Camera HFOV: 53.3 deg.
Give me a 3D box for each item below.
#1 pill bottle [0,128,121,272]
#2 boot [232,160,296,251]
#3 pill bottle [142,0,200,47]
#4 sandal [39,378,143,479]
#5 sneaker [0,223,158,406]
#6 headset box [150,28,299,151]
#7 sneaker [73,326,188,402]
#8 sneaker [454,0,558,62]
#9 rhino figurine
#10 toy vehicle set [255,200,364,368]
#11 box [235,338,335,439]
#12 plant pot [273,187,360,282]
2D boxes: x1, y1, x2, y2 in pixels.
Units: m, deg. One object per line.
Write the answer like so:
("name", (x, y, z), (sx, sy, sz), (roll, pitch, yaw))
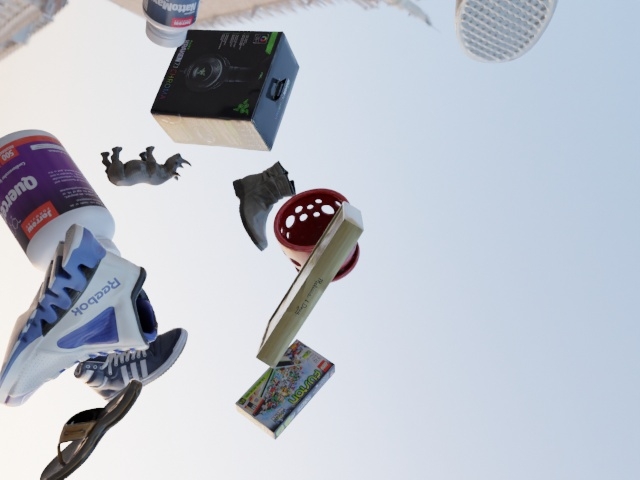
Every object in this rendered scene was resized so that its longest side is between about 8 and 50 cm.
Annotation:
("pill bottle", (-0.544, -0.061, 1.299), (0.323, 0.181, 0.181), (50, -62, 18))
("boot", (-0.139, -0.103, 1.727), (0.161, 0.083, 0.247), (-22, -120, 7))
("pill bottle", (-0.286, -0.468, 1.230), (0.180, 0.107, 0.108), (120, -32, -51))
("sandal", (-0.380, 0.303, 1.038), (0.219, 0.060, 0.090), (-46, -163, 1))
("sneaker", (-0.351, 0.140, 0.955), (0.315, 0.182, 0.127), (-53, -152, 20))
("headset box", (-0.207, -0.349, 1.476), (0.283, 0.131, 0.246), (9, -112, 21))
("sneaker", (-0.456, 0.270, 1.506), (0.282, 0.153, 0.099), (-38, -151, 15))
("sneaker", (0.228, -0.354, 0.756), (0.126, 0.321, 0.128), (5, -113, 9))
("rhino figurine", (-0.479, -0.202, 1.771), (0.073, 0.243, 0.106), (148, -66, -62))
("toy vehicle set", (-0.016, 0.067, 1.052), (0.267, 0.035, 0.166), (-58, -175, 13))
("box", (-0.074, 0.319, 1.390), (0.114, 0.036, 0.207), (29, -126, 26))
("plant pot", (0.000, 0.000, 1.527), (0.191, 0.174, 0.191), (-10, -133, 11))
